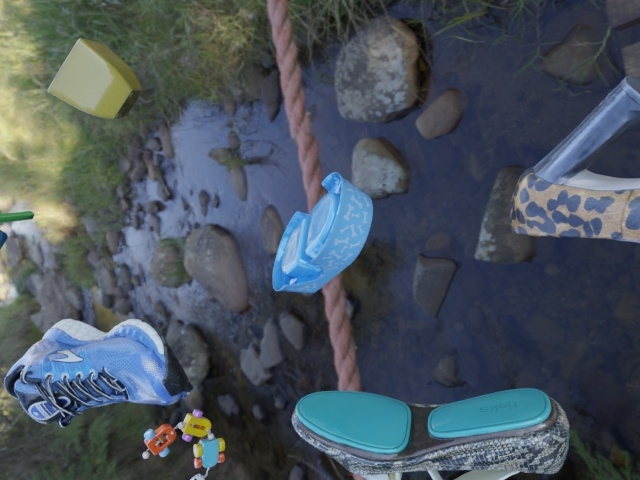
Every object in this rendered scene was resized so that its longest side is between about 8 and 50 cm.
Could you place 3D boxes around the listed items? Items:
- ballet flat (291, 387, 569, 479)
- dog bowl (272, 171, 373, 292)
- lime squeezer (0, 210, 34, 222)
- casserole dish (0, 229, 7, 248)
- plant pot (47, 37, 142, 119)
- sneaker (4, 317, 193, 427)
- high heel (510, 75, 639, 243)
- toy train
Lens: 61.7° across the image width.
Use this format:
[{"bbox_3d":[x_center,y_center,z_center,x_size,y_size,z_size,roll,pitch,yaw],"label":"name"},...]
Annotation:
[{"bbox_3d":[0.185,0.369,0.957,0.483,0.164,0.182,-8,110,19],"label":"ballet flat"},{"bbox_3d":[0.000,0.000,0.985,0.297,0.074,0.166,-45,31,54],"label":"dog bowl"},{"bbox_3d":[-0.591,-0.045,0.788,0.110,0.310,0.059,29,101,53],"label":"lime squeezer"},{"bbox_3d":[-0.461,0.009,0.630,0.188,0.114,0.037,-13,64,26],"label":"casserole dish"},{"bbox_3d":[-0.290,-0.205,0.715,0.083,0.081,0.081,37,102,-9],"label":"plant pot"},{"bbox_3d":[-0.312,0.195,0.730,0.330,0.147,0.130,-7,117,35],"label":"sneaker"},{"bbox_3d":[0.293,0.010,0.480,0.261,0.093,0.186,59,142,23],"label":"high heel"},{"bbox_3d":[-0.257,0.388,1.017,0.046,0.125,0.166,13,140,55],"label":"toy train"}]
